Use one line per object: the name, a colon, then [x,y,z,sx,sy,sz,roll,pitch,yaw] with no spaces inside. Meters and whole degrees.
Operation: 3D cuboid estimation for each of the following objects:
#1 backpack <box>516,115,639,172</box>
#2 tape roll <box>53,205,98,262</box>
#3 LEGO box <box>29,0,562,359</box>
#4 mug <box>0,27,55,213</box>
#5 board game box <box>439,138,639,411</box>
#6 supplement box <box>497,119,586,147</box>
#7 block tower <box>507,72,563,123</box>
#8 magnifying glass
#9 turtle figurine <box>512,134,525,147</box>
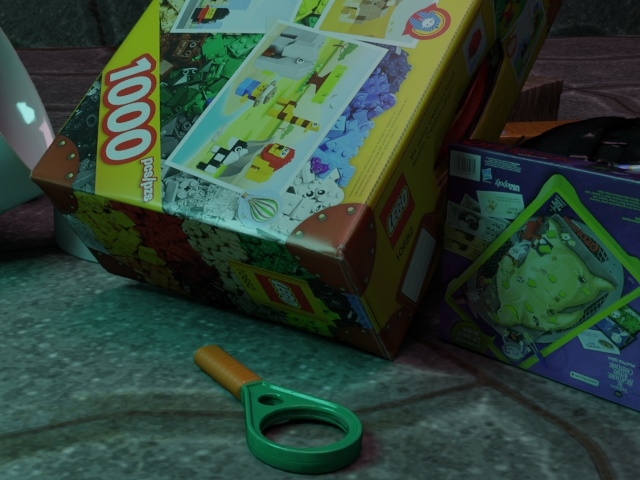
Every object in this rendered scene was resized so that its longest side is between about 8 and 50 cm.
backpack: [0.328,-0.030,1.181,0.290,0.273,0.355,10,-3,19]
tape roll: [-0.205,-0.054,1.418,0.286,0.100,0.286,2,17,0]
LEGO box: [-0.006,-0.168,1.169,0.372,0.193,0.500,14,61,28]
mug: [-0.515,-0.123,1.311,0.328,0.276,0.374,-25,8,2]
board game box: [0.256,0.038,0.968,0.346,0.208,0.056,18,21,42]
supplement box: [0.279,-0.116,1.463,0.233,0.078,0.080,-4,19,-9]
block tower: [0.320,-0.224,1.864,0.097,0.091,0.335,13,20,28]
magnifying glass: [-0.047,0.140,0.933,0.092,0.026,0.231,-10,22,-30]
turtle figurine: [0.151,-0.095,1.336,0.175,0.234,0.118,-8,41,-46]
